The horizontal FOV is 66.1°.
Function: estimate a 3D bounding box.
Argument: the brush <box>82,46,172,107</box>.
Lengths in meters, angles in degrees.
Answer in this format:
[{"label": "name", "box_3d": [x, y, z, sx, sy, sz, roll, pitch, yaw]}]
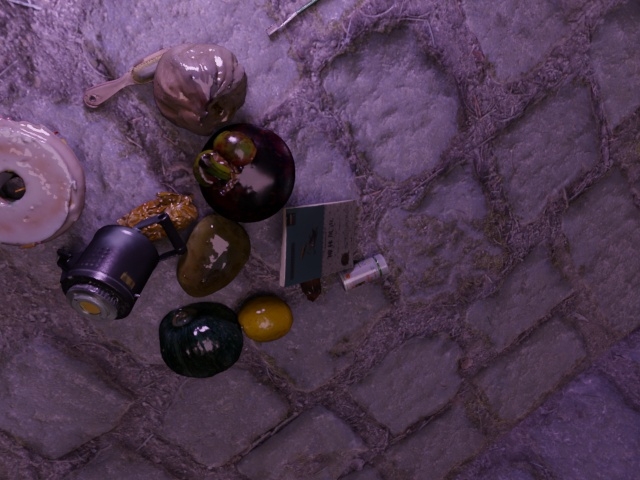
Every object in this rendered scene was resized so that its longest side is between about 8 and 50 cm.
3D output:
[{"label": "brush", "box_3d": [-0.548, -0.470, 1.427, 0.313, 0.067, 0.072, -26, 119, -3]}]

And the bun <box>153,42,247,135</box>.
[{"label": "bun", "box_3d": [-0.334, -0.426, 1.407, 0.282, 0.205, 0.281, -22, 136, -23]}]

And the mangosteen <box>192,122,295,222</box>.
[{"label": "mangosteen", "box_3d": [-0.229, -0.203, 1.480, 0.306, 0.359, 0.306, 0, 93, 4]}]

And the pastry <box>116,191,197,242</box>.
[{"label": "pastry", "box_3d": [-0.517, -0.079, 1.583, 0.250, 0.102, 0.154, -31, 117, 0]}]

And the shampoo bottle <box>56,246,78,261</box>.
[{"label": "shampoo bottle", "box_3d": [-0.748, 0.079, 1.605, 0.204, 0.065, 0.065, 19, 106, -24]}]

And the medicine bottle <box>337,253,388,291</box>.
[{"label": "medicine bottle", "box_3d": [0.162, 0.124, 1.894, 0.183, 0.086, 0.086, -23, 117, -6]}]

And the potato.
[{"label": "potato", "box_3d": [-0.362, 0.054, 1.651, 0.210, 0.173, 0.307, 30, 103, -28]}]

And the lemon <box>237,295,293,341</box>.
[{"label": "lemon", "box_3d": [-0.198, 0.288, 1.811, 0.207, 0.170, 0.170, -10, 115, -22]}]

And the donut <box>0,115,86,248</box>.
[{"label": "donut", "box_3d": [-0.872, -0.168, 1.410, 0.383, 0.142, 0.382, -7, 114, -15]}]

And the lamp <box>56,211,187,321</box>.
[{"label": "lamp", "box_3d": [-0.605, 0.100, 1.448, 0.374, 0.272, 0.205, -14, 133, 2]}]

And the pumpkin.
[{"label": "pumpkin", "box_3d": [-0.422, 0.382, 1.764, 0.293, 0.197, 0.263, -17, 119, -7]}]

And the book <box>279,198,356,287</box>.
[{"label": "book", "box_3d": [0.000, 0.000, 1.689, 0.379, 0.031, 0.264, -13, 110, -49]}]

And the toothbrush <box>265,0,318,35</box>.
[{"label": "toothbrush", "box_3d": [-0.058, -0.703, 1.503, 0.257, 0.018, 0.024, -33, 112, -1]}]

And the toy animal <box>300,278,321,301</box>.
[{"label": "toy animal", "box_3d": [-0.041, 0.072, 1.769, 0.097, 0.157, 0.312, -9, 116, -15]}]
